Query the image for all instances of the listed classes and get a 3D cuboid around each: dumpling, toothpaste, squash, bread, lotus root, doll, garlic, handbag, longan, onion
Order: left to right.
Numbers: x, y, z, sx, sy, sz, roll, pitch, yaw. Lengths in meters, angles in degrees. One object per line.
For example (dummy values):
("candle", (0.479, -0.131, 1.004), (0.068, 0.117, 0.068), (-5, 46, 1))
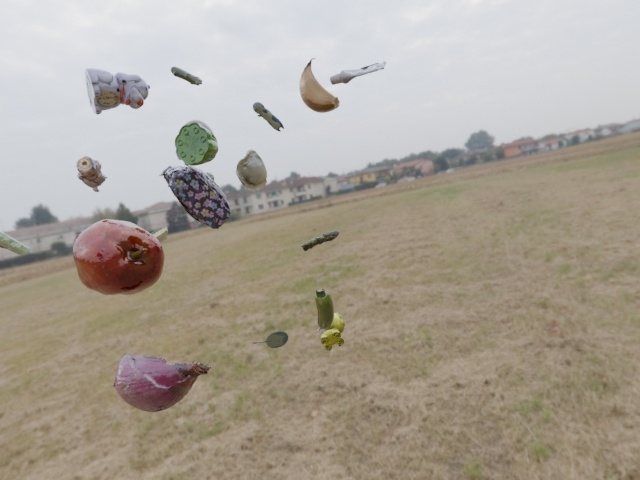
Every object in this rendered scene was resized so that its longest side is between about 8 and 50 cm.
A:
("bread", (-0.832, -0.006, 1.174), (0.192, 0.112, 0.036), (8, 61, 45))
("onion", (-0.562, 0.518, 1.609), (0.348, 0.159, 0.267), (-12, -37, 26))
("longan", (-0.622, -0.519, 2.275), (0.167, 0.168, 0.187), (-14, 40, -31))
("handbag", (-0.378, -0.143, 1.400), (0.127, 0.229, 0.208), (-44, 30, -5))
("lotus root", (-0.511, -0.405, 1.971), (0.186, 0.186, 0.186), (-11, 5, 1))
("dumpling", (-0.286, -0.281, 1.863), (0.127, 0.188, 0.108), (-29, 42, -20))
("doll", (-0.167, -0.396, 1.456), (0.037, 0.125, 0.027), (-33, 33, 30))
("garlic", (-0.027, -0.582, 1.779), (0.115, 0.207, 0.128), (-36, 7, -15))
("squash", (0.017, 0.266, 1.727), (0.069, 0.258, 0.069), (-2, 50, 2))
("doll", (0.059, 0.432, 2.249), (0.135, 0.143, 0.221), (-25, 28, 11))
("toothpaste", (0.181, -0.819, 2.220), (0.282, 0.099, 0.068), (-8, -27, 21))

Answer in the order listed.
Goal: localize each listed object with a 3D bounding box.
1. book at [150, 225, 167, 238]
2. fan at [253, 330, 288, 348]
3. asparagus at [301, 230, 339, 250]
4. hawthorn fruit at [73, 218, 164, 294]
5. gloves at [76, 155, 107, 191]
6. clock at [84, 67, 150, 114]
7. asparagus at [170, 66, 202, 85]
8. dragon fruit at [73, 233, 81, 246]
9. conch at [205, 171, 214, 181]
("book", (-0.820, 0.056, 1.964), (0.352, 0.035, 0.239), (-35, 3, -21))
("fan", (-0.242, 0.489, 2.215), (0.175, 0.113, 0.005), (-4, 34, -18))
("asparagus", (0.000, 0.000, 1.694), (0.165, 0.036, 0.030), (-22, -1, 25))
("hawthorn fruit", (-0.670, 0.055, 1.546), (0.330, 0.287, 0.287), (-10, 4, 44))
("gloves", (-0.908, -0.269, 1.787), (0.094, 0.110, 0.144), (-23, -34, -15))
("clock", (-0.862, -0.646, 1.956), (0.253, 0.189, 0.188), (-10, 4, -30))
("asparagus", (-0.343, -0.422, 1.174), (0.108, 0.025, 0.021), (30, 16, 18))
("dragon fruit", (-0.873, 0.006, 1.674), (0.083, 0.060, 0.056), (-36, 1, -18))
("conch", (-0.517, -0.270, 2.062), (0.056, 0.076, 0.085), (29, -26, -27))
